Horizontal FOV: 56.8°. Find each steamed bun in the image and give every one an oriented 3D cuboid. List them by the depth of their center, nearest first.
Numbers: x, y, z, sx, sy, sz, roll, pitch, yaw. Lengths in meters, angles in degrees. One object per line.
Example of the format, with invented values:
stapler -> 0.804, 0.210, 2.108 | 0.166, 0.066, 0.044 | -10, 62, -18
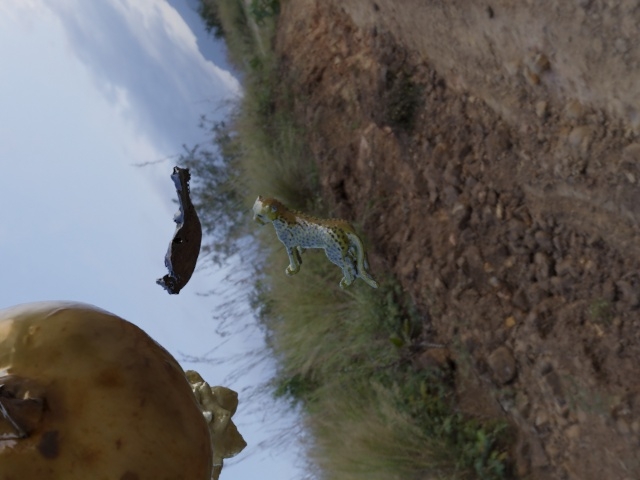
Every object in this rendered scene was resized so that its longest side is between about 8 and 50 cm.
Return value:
steamed bun -> -0.307, 0.425, 1.331 | 0.295, 0.292, 0.137 | 60, 158, 21

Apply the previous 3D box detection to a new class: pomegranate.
pomegranate -> -0.198, 0.165, 0.450 | 0.248, 0.248, 0.248 | 54, -172, -12

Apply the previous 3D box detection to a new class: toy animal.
toy animal -> 0.000, 0.000, 0.856 | 0.181, 0.073, 0.136 | 16, 142, 30

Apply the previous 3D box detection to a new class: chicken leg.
chicken leg -> -0.274, -0.019, 1.165 | 0.106, 0.051, 0.253 | -4, -81, -73
